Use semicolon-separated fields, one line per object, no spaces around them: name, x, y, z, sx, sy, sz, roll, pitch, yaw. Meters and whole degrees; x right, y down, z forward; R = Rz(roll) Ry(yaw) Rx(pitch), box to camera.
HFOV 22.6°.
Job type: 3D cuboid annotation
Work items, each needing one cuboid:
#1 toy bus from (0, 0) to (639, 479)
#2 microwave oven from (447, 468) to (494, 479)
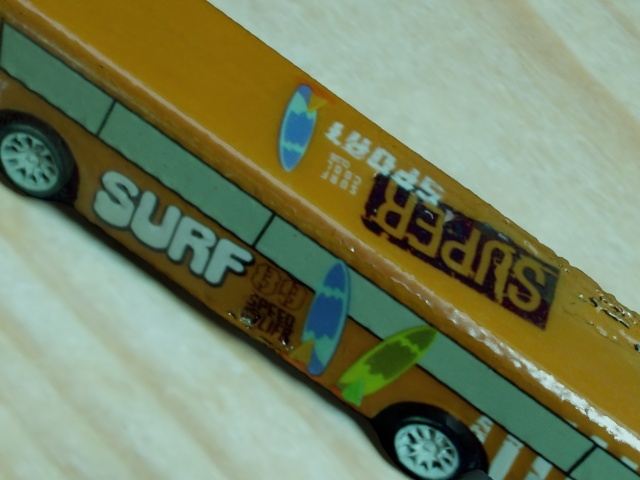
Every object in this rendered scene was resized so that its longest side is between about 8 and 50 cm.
toy bus;0.000;0.000;0.694;0.409;0.092;0.093;35;42;0
microwave oven;0.031;0.222;0.461;0.188;0.178;0.247;-23;66;-41
